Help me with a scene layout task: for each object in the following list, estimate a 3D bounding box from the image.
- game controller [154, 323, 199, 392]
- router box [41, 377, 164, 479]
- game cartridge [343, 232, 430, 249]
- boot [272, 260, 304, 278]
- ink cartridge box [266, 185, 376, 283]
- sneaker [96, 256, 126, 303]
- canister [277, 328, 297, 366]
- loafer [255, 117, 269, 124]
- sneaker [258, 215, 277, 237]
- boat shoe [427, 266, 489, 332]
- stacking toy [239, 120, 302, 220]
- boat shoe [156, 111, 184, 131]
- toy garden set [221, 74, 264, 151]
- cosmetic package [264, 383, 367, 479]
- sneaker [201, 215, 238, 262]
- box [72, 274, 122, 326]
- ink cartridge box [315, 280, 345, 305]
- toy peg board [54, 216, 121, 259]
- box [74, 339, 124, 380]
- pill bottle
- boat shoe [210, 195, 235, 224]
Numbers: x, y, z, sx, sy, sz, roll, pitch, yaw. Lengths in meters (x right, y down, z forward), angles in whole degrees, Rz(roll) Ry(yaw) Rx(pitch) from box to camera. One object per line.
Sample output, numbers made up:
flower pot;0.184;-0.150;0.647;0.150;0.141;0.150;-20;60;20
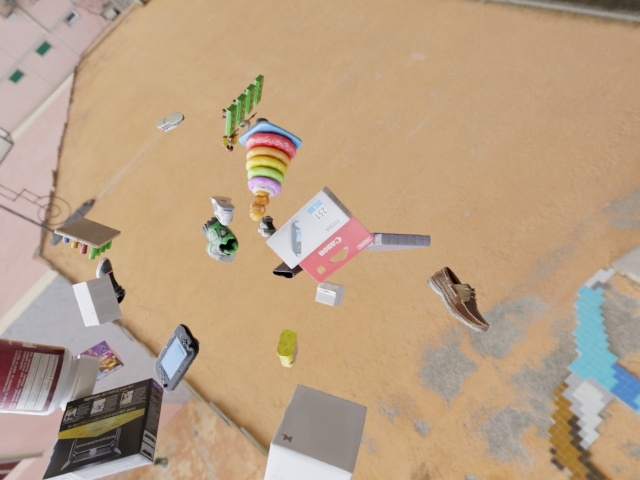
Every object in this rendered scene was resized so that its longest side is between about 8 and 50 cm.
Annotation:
game controller;-0.640;0.520;1.868;0.166;0.319;0.067;43;-158;20
router box;-0.657;0.588;1.305;0.242;0.309;0.081;-101;-7;-48
game cartridge;0.261;0.007;1.767;0.230;0.068;0.355;7;173;-21
boot;-0.135;0.083;1.803;0.249;0.207;0.090;8;118;41
ink cartridge box;0.000;0.000;1.492;0.261;0.296;0.066;45;-156;-8
sneaker;-1.184;0.239;2.414;0.147;0.295;0.104;18;-155;13
canister;-0.145;0.491;1.913;0.074;0.126;0.169;8;148;7
loafer;-0.272;-0.495;2.040;0.078;0.080;0.219;-121;26;-47
sneaker;-0.277;-0.076;2.230;0.078;0.106;0.234;-1;-167;-23
boat shoe;0.545;0.220;1.649;0.123;0.116;0.324;22;-157;-40
stacking toy;-0.171;-0.199;1.321;0.166;0.301;0.175;22;156;-36
boat shoe;-0.567;-0.451;1.619;0.043;0.137;0.049;32;-127;-54
toy garden set;-0.291;-0.459;1.531;0.049;0.244;0.203;25;143;2
cosmetic package;-0.026;0.894;1.769;0.328;0.393;0.329;16;-151;9
sneaker;-0.449;0.030;1.956;0.146;0.134;0.343;45;162;17
box;-0.854;0.232;1.619;0.091;0.130;0.170;-20;-84;-51
ink cartridge box;0.043;0.233;1.872;0.092;0.089;0.143;12;179;20
toy peg board;-0.862;-0.004;1.567;0.161;0.079;0.161;20;-161;-4
box;-0.966;0.533;1.694;0.057;0.293;0.200;50;155;24
pill bottle;-0.971;0.452;1.397;0.392;0.224;0.224;21;-167;-33
boat shoe;-0.421;-0.132;1.801;0.095;0.084;0.258;6;-163;-17
